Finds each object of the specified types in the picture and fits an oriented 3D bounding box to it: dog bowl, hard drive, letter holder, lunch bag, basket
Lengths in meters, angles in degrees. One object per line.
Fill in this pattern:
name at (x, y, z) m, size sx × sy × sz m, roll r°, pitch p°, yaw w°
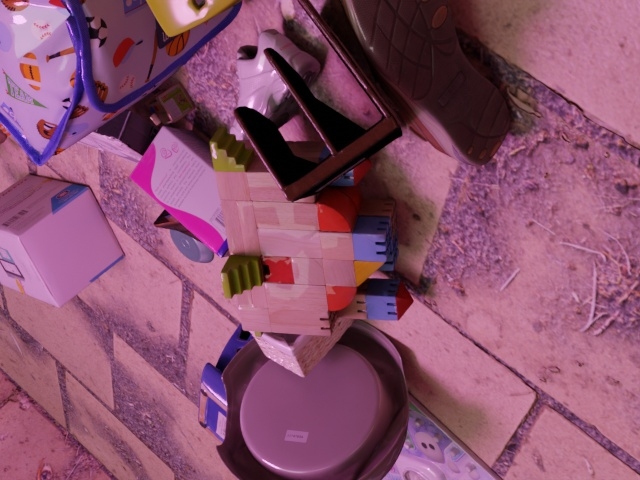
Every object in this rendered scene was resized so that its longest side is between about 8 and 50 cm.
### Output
dog bowl at (-0.009, 0.297, 1.794) m, size 0.348 × 0.349 × 0.102 m, roll 26°, pitch 156°, yaw 33°
hard drive at (-0.435, -0.217, 1.841) m, size 0.339 × 0.064 × 0.237 m, roll 19°, pitch 176°, yaw 16°
letter holder at (-0.020, -0.180, 1.295) m, size 0.214 × 0.152 × 0.302 m, roll 55°, pitch -174°, yaw -1°
lunch bag at (-0.292, -0.316, 1.470) m, size 0.239 × 0.328 × 0.385 m, roll 48°, pitch 146°, yaw -4°
basket at (-0.026, 0.134, 1.788) m, size 0.113 × 0.167 × 0.103 m, roll 26°, pitch 152°, yaw 34°

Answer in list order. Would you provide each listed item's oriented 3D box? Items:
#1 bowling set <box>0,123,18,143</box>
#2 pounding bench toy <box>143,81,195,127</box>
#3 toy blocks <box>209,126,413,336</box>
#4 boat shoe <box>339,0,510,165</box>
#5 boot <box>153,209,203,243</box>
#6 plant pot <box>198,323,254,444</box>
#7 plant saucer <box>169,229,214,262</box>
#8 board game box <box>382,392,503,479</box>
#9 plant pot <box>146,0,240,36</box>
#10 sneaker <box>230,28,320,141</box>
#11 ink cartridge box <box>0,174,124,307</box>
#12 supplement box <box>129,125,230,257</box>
bowling set at (-0.793, -0.210, 2.320) m, size 0.287 × 0.200 × 0.154 m, roll 9°, pitch 158°, yaw 44°
pounding bench toy at (-0.269, -0.221, 1.782) m, size 0.065 × 0.083 × 0.052 m, roll -8°, pitch 118°, yaw 54°
toy blocks at (0.000, 0.000, 1.570) m, size 0.260 × 0.191 × 0.381 m, roll 2°, pitch 123°, yaw 14°
boat shoe at (0.102, -0.213, 1.248) m, size 0.116 × 0.123 × 0.324 m, roll 22°, pitch 154°, yaw 53°
boot at (-0.244, -0.027, 1.961) m, size 0.106 × 0.082 × 0.219 m, roll 42°, pitch 167°, yaw -12°
plant pot at (-0.106, 0.301, 2.026) m, size 0.236 × 0.212 × 0.236 m, roll 37°, pitch 147°, yaw 17°
plant saucer at (-0.261, 0.001, 2.076) m, size 0.119 × 0.021 × 0.119 m, roll 32°, pitch 145°, yaw 26°
board game box at (0.189, 0.464, 1.990) m, size 0.390 × 0.050 × 0.390 m, roll 42°, pitch 149°, yaw 11°
plant pot at (-0.102, -0.401, 1.246) m, size 0.207 × 0.228 × 0.227 m, roll -3°, pitch 122°, yaw 46°
sneaker at (-0.086, -0.231, 1.554) m, size 0.115 × 0.090 × 0.232 m, roll 52°, pitch 141°, yaw 8°
ink cartridge box at (-0.622, -0.006, 2.356) m, size 0.270 × 0.198 × 0.197 m, roll 13°, pitch 135°, yaw 46°
supplement box at (-0.194, -0.083, 1.773) m, size 0.220 × 0.114 × 0.111 m, roll 41°, pitch 105°, yaw 13°
